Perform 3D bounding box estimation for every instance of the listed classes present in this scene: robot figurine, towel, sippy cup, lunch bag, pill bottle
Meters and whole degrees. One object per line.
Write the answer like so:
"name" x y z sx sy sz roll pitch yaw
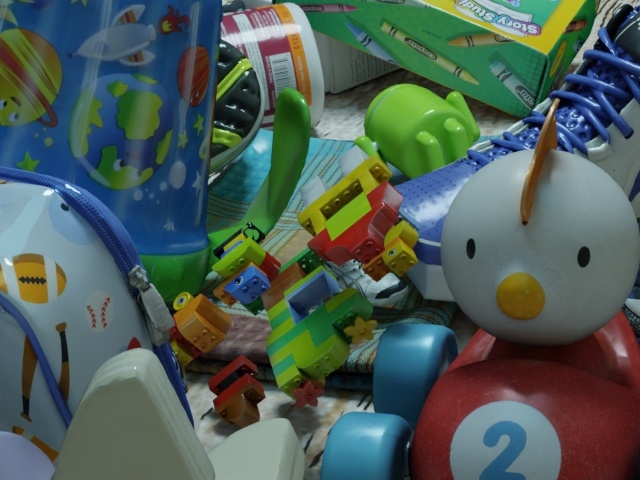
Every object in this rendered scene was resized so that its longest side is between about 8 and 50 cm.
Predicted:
"robot figurine" 0.078 -0.086 1.262 0.101 0.067 0.115 -28 32 -14
"towel" 0.000 0.000 1.227 0.272 0.040 0.370 3 27 21
"sippy cup" -0.170 -0.097 1.092 0.240 0.224 0.305 19 12 29
"lunch bag" -0.218 0.047 0.933 0.303 0.243 0.115 11 44 31
"pill bottle" -0.117 -0.143 1.455 0.221 0.121 0.121 -12 26 -13

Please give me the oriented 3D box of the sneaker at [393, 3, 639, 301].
"sneaker" 0.191 -0.078 1.137 0.316 0.182 0.127 -12 37 -23

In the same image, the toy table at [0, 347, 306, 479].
"toy table" -0.095 0.171 0.688 0.161 0.252 0.274 -18 36 13

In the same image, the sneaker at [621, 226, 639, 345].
"sneaker" 0.236 0.055 1.025 0.221 0.087 0.083 30 13 30

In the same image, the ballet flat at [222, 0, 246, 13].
"ballet flat" -0.161 -0.236 1.643 0.203 0.074 0.074 9 30 27

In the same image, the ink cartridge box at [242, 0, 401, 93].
"ink cartridge box" 0.041 -0.234 1.649 0.203 0.085 0.148 -24 31 -33

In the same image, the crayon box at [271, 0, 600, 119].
"crayon box" 0.115 -0.238 1.516 0.278 0.081 0.165 25 45 14

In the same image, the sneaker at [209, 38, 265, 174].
"sneaker" -0.224 -0.054 1.312 0.385 0.145 0.147 -14 -10 6

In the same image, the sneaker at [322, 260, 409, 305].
"sneaker" 0.025 0.020 1.106 0.083 0.037 0.032 18 34 36

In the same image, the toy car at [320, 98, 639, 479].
"toy car" 0.120 0.041 0.883 0.219 0.237 0.210 3 27 19

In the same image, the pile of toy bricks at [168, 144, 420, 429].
"pile of toy bricks" -0.013 0.055 0.970 0.212 0.118 0.105 -39 37 14
